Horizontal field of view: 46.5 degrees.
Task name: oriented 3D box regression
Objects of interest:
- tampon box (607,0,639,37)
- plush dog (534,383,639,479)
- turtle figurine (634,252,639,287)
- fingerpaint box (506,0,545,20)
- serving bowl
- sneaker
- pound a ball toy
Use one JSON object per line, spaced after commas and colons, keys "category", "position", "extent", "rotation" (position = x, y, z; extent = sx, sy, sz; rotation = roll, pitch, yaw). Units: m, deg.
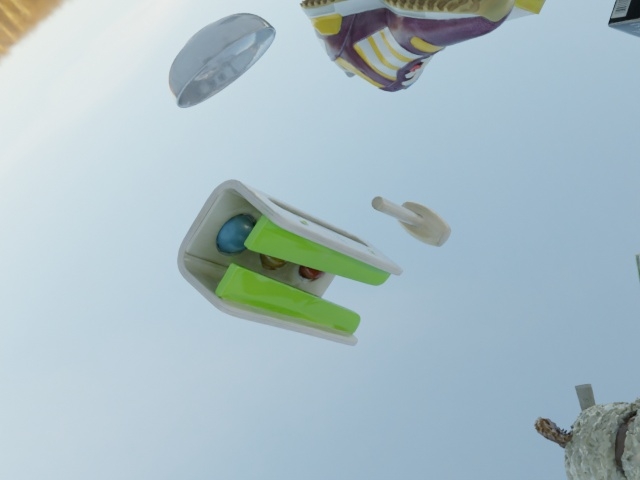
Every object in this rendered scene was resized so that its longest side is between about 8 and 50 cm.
{"category": "tampon box", "position": [0.432, -0.276, 0.826], "extent": [0.101, 0.161, 0.120], "rotation": [-131, -123, -75]}
{"category": "plush dog", "position": [0.406, 0.259, 0.911], "extent": [0.262, 0.210, 0.225], "rotation": [-56, -177, -29]}
{"category": "turtle figurine", "position": [0.549, 0.068, 0.932], "extent": [0.266, 0.275, 0.198], "rotation": [-9, -151, 19]}
{"category": "fingerpaint box", "position": [0.095, -0.456, 1.024], "extent": [0.371, 0.445, 0.163], "rotation": [-79, -168, -76]}
{"category": "serving bowl", "position": [-0.070, -0.125, 0.496], "extent": [0.083, 0.027, 0.083], "rotation": [-38, -178, 1]}
{"category": "sneaker", "position": [0.065, -0.144, 0.510], "extent": [0.069, 0.084, 0.185], "rotation": [-44, -145, -16]}
{"category": "pound a ball toy", "position": [0.000, 0.000, 0.928], "extent": [0.136, 0.319, 0.208], "rotation": [38, -80, 37]}
